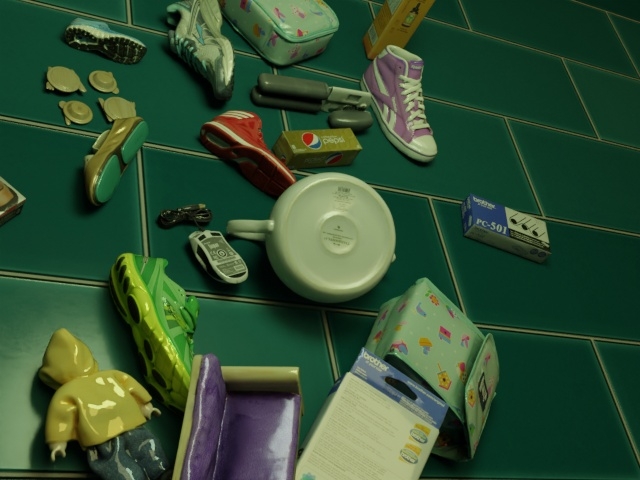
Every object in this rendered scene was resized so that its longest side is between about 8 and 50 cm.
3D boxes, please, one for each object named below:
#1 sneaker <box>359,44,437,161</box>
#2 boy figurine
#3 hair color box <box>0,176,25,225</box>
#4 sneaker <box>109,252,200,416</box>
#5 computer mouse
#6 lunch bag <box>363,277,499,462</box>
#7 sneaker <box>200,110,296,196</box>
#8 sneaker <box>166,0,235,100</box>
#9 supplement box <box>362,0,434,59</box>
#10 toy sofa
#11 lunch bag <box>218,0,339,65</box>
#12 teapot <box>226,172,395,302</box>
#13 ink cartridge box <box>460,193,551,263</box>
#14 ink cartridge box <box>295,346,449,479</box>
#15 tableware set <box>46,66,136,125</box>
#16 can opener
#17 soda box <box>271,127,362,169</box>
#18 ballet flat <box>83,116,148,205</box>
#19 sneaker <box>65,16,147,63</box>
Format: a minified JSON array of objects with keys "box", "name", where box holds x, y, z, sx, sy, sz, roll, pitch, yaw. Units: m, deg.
[{"box":[0.201,-0.323,2.065,0.102,0.161,0.282,-15,65,-41],"name":"sneaker"},{"box":[-0.323,0.257,1.297,0.177,0.092,0.285,-26,70,-43],"name":"boy figurine"},{"box":[-0.559,-0.086,1.468,0.141,0.043,0.072,40,43,2],"name":"hair color box"},{"box":[-0.237,0.139,1.437,0.123,0.109,0.295,-8,61,-36],"name":"sneaker"},{"box":[-0.203,0.014,1.614,0.106,0.042,0.193,-13,57,-44],"name":"computer mouse"},{"box":[0.209,0.236,1.606,0.262,0.160,0.223,43,40,-9],"name":"lunch bag"},{"box":[-0.120,-0.190,1.804,0.221,0.087,0.128,39,45,0],"name":"sneaker"},{"box":[-0.256,-0.398,1.900,0.122,0.110,0.283,-9,56,-16],"name":"sneaker"},{"box":[0.191,-0.539,2.184,0.078,0.233,0.080,10,50,-26],"name":"supplement box"},{"box":[-0.114,0.339,1.258,0.150,0.177,0.362,0,49,6],"name":"toy sofa"},{"box":[-0.104,-0.543,2.092,0.279,0.108,0.224,48,45,12],"name":"lunch bag"},{"box":[0.000,0.000,1.658,0.252,0.187,0.256,-38,96,-18],"name":"teapot"},{"box":[0.417,-0.026,2.033,0.207,0.046,0.097,18,46,-18],"name":"ink cartridge box"},{"box":[0.063,0.347,1.427,0.186,0.065,0.311,33,64,-4],"name":"ink cartridge box"},{"box":[-0.437,-0.275,1.722,0.169,0.020,0.141,-6,60,-37],"name":"tableware set"},{"box":[-0.008,-0.298,1.971,0.283,0.076,0.095,3,52,-29],"name":"can opener"},{"box":[-0.006,-0.193,1.897,0.181,0.058,0.061,-7,59,-37],"name":"soda box"},{"box":[-0.384,-0.144,1.622,0.073,0.080,0.232,9,41,11],"name":"ballet flat"},{"box":[-0.426,-0.412,1.813,0.162,0.063,0.073,17,44,-20],"name":"sneaker"}]
